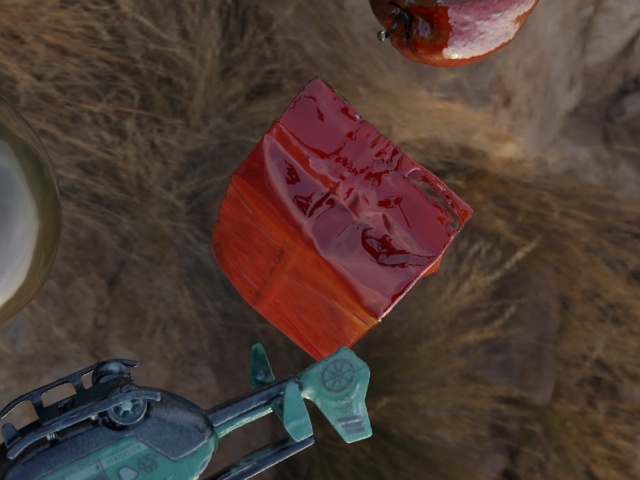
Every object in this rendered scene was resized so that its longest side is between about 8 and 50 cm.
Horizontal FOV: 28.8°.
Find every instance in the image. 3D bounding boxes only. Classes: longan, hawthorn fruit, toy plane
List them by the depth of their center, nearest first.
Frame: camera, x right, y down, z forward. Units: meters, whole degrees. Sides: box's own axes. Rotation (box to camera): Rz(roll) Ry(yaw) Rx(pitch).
[{"bbox_3d":[-0.081,0.105,0.634,0.235,0.060,0.096,-23,107,-15],"label":"toy plane"},{"bbox_3d":[-0.263,-0.018,0.775,0.220,0.197,0.196,-5,105,-71],"label":"longan"},{"bbox_3d":[0.118,-0.240,1.212,0.194,0.157,0.157,-36,122,-28],"label":"hawthorn fruit"}]

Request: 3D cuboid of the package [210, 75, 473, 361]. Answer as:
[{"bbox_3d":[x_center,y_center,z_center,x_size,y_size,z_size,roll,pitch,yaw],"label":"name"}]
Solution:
[{"bbox_3d":[0.000,0.000,1.200,0.196,0.423,0.123,42,73,1],"label":"package"}]
